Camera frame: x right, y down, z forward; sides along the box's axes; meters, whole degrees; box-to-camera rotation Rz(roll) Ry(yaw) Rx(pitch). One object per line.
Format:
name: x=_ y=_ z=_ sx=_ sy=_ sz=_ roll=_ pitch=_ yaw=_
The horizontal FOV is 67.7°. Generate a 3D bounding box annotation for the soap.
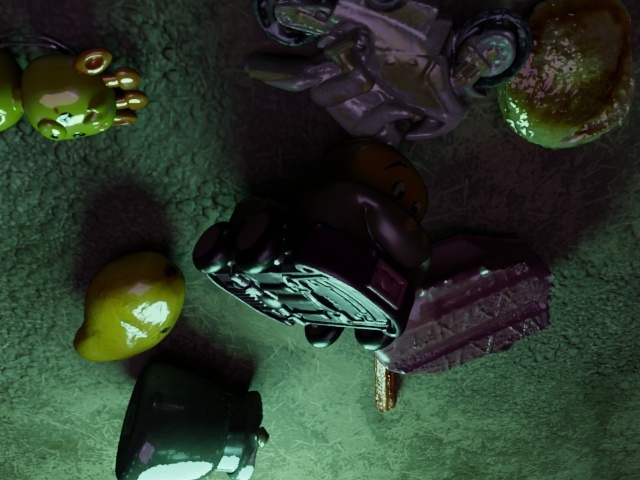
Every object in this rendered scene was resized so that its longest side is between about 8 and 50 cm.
soap: x=0.218 y=0.108 z=0.807 sx=0.324 sy=0.127 sz=0.220 roll=-22 pitch=122 yaw=-2

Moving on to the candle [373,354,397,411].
candle: x=0.132 y=0.243 z=0.971 sx=0.051 sy=0.048 sz=0.330 roll=2 pitch=126 yaw=12

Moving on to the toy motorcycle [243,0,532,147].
toy motorcycle: x=0.072 y=-0.217 z=0.612 sx=0.340 sy=0.108 sz=0.223 roll=14 pitch=135 yaw=-4

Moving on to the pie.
pie: x=0.330 y=-0.222 z=0.637 sx=0.178 sy=0.084 sz=0.205 roll=-19 pitch=118 yaw=11

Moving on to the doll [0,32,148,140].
doll: x=-0.339 y=-0.190 z=0.611 sx=0.220 sy=0.136 sz=0.143 roll=-5 pitch=157 yaw=-6

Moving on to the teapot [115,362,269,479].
teapot: x=-0.250 y=0.406 z=0.964 sx=0.284 sy=0.223 sz=0.305 roll=17 pitch=120 yaw=-23

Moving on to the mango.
mango: x=-0.329 y=0.116 z=0.821 sx=0.157 sy=0.109 sz=0.262 roll=29 pitch=124 yaw=-32

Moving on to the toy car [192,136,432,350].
toy car: x=0.000 y=0.000 z=0.688 sx=0.340 sy=0.241 sz=0.271 roll=-6 pitch=143 yaw=47
